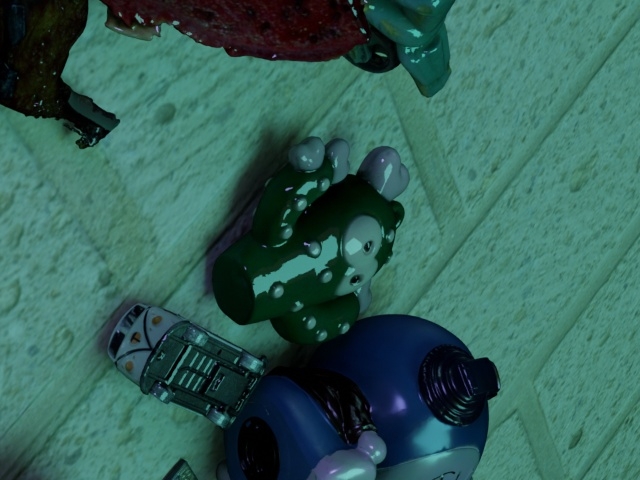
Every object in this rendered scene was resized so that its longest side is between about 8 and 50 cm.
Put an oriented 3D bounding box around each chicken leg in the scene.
[{"bbox_3d":[-0.218,-0.144,1.346,0.106,0.051,0.253,-29,154,-14],"label":"chicken leg"}]

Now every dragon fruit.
[{"bbox_3d":[-0.106,-0.283,1.351,0.205,0.152,0.317,-18,127,8],"label":"dragon fruit"}]

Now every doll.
[{"bbox_3d":[0.052,0.207,1.880,0.310,0.240,0.284,-8,162,-38],"label":"doll"}]

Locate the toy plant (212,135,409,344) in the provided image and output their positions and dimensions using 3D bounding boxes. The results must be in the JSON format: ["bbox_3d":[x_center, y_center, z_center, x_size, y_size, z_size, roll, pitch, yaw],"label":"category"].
[{"bbox_3d":[0.000,0.004,1.747,0.243,0.112,0.232,4,116,-51],"label":"toy plant"}]

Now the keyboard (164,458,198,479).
[{"bbox_3d":[-0.142,0.304,1.875,0.055,0.014,0.176,-52,148,-21],"label":"keyboard"}]

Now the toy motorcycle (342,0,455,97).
[{"bbox_3d":[0.056,-0.252,1.545,0.109,0.198,0.296,-52,150,-24],"label":"toy motorcycle"}]

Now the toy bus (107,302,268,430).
[{"bbox_3d":[-0.134,0.119,1.661,0.087,0.089,0.194,-59,149,-1],"label":"toy bus"}]
